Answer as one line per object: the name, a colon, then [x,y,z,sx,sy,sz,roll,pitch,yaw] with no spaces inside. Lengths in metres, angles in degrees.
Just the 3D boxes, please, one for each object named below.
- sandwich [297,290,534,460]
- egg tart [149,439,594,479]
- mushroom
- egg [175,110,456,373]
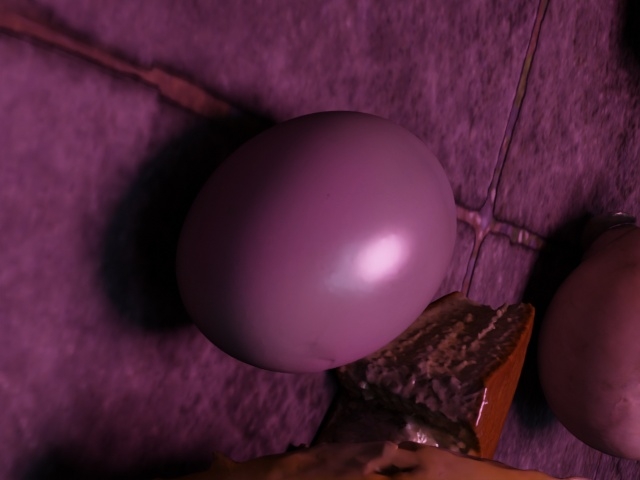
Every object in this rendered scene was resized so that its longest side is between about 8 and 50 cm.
sandwich: [0.046,0.124,0.530,0.244,0.090,0.088,-64,149,-17]
egg tart: [0.019,0.193,0.416,0.120,0.315,0.315,-98,-174,-66]
mushroom: [0.294,0.066,0.803,0.246,0.202,0.246,-12,140,-10]
egg: [0.000,0.000,0.396,0.135,0.103,0.103,-34,130,-42]
